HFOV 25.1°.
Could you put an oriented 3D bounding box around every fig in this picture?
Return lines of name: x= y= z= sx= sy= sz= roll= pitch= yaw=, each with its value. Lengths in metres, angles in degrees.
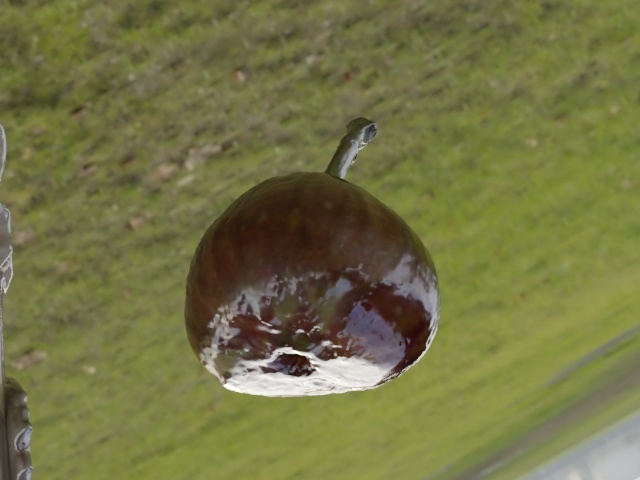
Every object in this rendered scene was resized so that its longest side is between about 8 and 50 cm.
fig: x=0.003 y=0.017 z=0.928 sx=0.160 sy=0.143 sz=0.231 roll=-12 pitch=-166 yaw=16

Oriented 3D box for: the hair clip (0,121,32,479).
hair clip: x=-0.119 y=0.065 z=0.499 sx=0.034 sy=0.226 sz=0.072 roll=-4 pitch=156 yaw=-15
